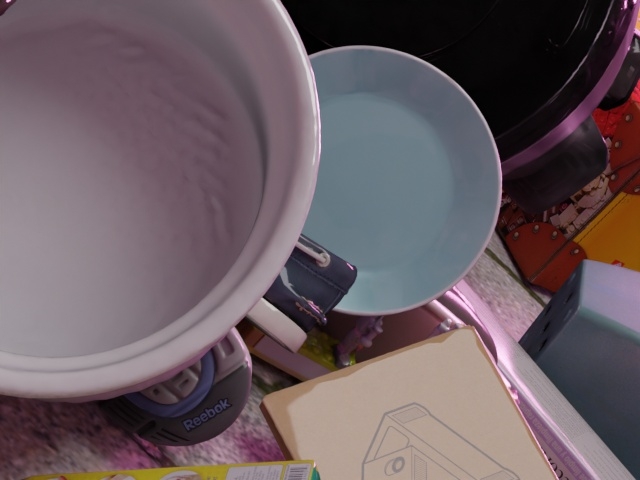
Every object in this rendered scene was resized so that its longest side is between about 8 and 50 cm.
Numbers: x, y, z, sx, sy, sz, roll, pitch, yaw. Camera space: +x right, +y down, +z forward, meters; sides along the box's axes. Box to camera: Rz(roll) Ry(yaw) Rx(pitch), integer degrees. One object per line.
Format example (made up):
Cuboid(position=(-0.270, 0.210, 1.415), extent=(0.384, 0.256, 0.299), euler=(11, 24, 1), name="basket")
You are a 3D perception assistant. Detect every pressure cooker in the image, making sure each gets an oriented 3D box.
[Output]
Cuboid(position=(0.083, -0.214, 1.512), extent=(0.376, 0.369, 0.420), euler=(9, 3, 8), name="pressure cooker")

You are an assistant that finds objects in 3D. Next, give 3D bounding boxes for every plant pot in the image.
Cuboid(position=(0.278, 0.135, 1.539), extent=(0.234, 0.165, 0.165), euler=(33, 25, -4), name="plant pot")

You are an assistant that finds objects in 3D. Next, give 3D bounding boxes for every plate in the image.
Cuboid(position=(0.030, -0.040, 1.283), extent=(0.188, 0.188, 0.024), euler=(44, -13, 2), name="plate")

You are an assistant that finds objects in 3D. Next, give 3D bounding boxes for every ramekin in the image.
Cuboid(position=(-0.141, -0.041, 1.030), extent=(0.277, 0.277, 0.135), euler=(46, -11, 8), name="ramekin")

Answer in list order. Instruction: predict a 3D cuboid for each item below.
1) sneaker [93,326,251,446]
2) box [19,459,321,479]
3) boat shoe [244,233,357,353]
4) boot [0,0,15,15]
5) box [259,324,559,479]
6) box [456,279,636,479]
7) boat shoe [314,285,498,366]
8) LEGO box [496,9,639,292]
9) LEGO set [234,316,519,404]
Cuboid(position=(-0.157, 0.011, 1.158), extent=(0.297, 0.111, 0.129), euler=(47, 4, 7), name="sneaker")
Cuboid(position=(-0.092, 0.161, 0.928), extent=(0.105, 0.179, 0.043), euler=(-74, 157, -53), name="box")
Cuboid(position=(-0.089, -0.035, 1.211), extent=(0.254, 0.079, 0.095), euler=(40, -8, 5), name="boat shoe")
Cuboid(position=(-0.349, -0.155, 0.874), extent=(0.377, 0.284, 0.138), euler=(44, 24, -1), name="boot")
Cuboid(position=(0.075, 0.164, 1.203), extent=(0.164, 0.021, 0.201), euler=(-17, 66, -27), name="box")
Cuboid(position=(0.125, 0.106, 1.452), extent=(0.324, 0.063, 0.067), euler=(50, 25, 15), name="box")
Cuboid(position=(0.000, 0.000, 1.358), extent=(0.335, 0.112, 0.095), euler=(31, 49, -20), name="boat shoe")
Cuboid(position=(0.367, -0.076, 1.973), extent=(0.500, 0.193, 0.372), euler=(22, 32, -40), name="LEGO box")
Cuboid(position=(0.032, 0.083, 1.291), extent=(0.287, 0.107, 0.132), euler=(46, 24, 6), name="LEGO set")
